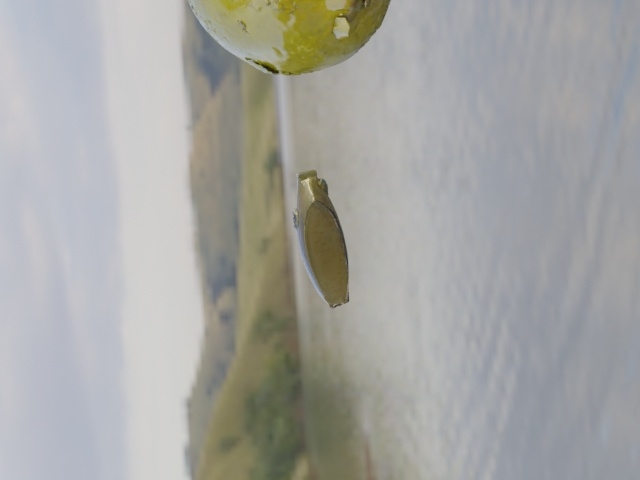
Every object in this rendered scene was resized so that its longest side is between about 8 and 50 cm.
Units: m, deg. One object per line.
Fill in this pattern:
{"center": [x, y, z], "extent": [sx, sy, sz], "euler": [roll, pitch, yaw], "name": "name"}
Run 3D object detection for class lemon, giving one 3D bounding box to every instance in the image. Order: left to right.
{"center": [-0.025, -0.224, 1.411], "extent": [0.206, 0.173, 0.173], "euler": [43, 144, 48], "name": "lemon"}

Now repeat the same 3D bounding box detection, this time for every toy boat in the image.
{"center": [0.000, 0.000, 1.744], "extent": [0.049, 0.047, 0.149], "euler": [-115, 11, -65], "name": "toy boat"}
